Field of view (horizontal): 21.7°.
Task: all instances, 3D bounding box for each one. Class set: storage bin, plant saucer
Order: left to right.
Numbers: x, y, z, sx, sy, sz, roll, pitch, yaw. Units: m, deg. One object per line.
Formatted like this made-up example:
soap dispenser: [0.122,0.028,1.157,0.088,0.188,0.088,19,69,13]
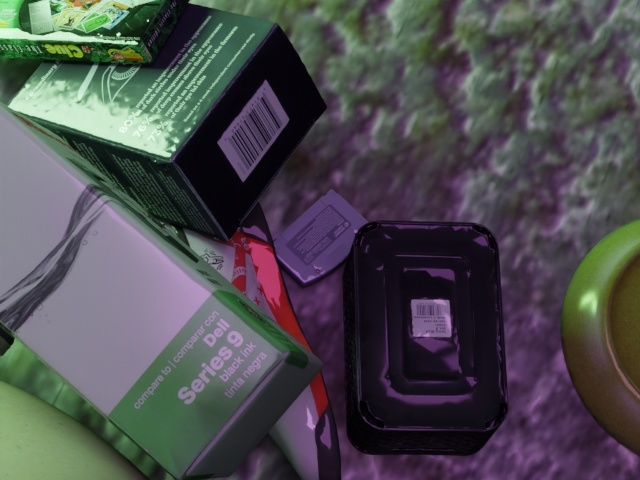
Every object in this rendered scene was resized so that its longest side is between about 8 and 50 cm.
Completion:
storage bin: [0.085,0.081,1.385,0.122,0.084,0.180,1,69,-6]
plant saucer: [0.330,0.081,1.438,0.241,0.037,0.240,2,69,-6]

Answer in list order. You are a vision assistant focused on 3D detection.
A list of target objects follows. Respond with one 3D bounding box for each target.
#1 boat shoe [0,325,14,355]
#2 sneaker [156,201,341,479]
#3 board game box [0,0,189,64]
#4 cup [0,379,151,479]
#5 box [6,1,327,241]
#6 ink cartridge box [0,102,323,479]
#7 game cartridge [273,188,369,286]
boat shoe: [-0.483,0.041,1.292,0.500,0.187,0.156,12,76,1]
sneaker: [-0.085,0.096,1.359,0.145,0.090,0.270,-16,68,-11]
board game box: [-0.221,-0.210,1.416,0.260,0.030,0.136,7,58,32]
cup: [-0.277,0.223,1.194,0.331,0.331,0.237,-26,48,-15]
box: [-0.129,-0.109,1.376,0.207,0.108,0.153,19,64,38]
ink cartridge box: [-0.153,0.038,1.219,0.289,0.211,0.121,40,89,9]
game cartridge: [0.000,0.000,1.445,0.056,0.017,0.083,43,70,14]
